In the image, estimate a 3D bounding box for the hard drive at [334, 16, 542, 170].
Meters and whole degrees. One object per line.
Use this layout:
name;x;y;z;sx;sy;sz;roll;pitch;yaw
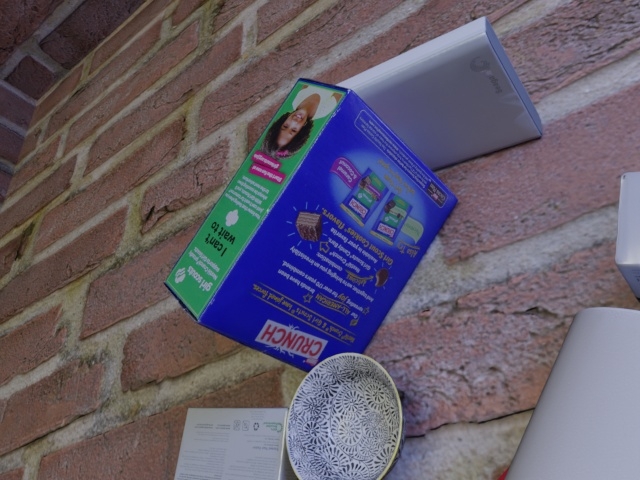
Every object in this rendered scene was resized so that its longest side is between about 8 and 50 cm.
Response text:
hard drive;0.123;-0.166;0.757;0.307;0.203;0.040;-14;55;35

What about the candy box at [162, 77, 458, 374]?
candy box;0.000;0.000;0.716;0.122;0.268;0.317;29;85;50

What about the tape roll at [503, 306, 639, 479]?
tape roll;0.275;0.175;0.385;0.246;0.246;0.169;18;78;46

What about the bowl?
bowl;0.045;0.234;0.670;0.170;0.080;0.170;-21;53;30

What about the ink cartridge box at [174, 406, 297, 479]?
ink cartridge box;-0.129;0.357;0.773;0.223;0.045;0.224;-12;59;37

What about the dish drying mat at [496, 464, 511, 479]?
dish drying mat;0.188;0.280;0.569;0.083;0.008;0.032;-53;42;4

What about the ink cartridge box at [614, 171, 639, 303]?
ink cartridge box;0.349;0.019;0.447;0.148;0.203;0.086;-2;66;41
